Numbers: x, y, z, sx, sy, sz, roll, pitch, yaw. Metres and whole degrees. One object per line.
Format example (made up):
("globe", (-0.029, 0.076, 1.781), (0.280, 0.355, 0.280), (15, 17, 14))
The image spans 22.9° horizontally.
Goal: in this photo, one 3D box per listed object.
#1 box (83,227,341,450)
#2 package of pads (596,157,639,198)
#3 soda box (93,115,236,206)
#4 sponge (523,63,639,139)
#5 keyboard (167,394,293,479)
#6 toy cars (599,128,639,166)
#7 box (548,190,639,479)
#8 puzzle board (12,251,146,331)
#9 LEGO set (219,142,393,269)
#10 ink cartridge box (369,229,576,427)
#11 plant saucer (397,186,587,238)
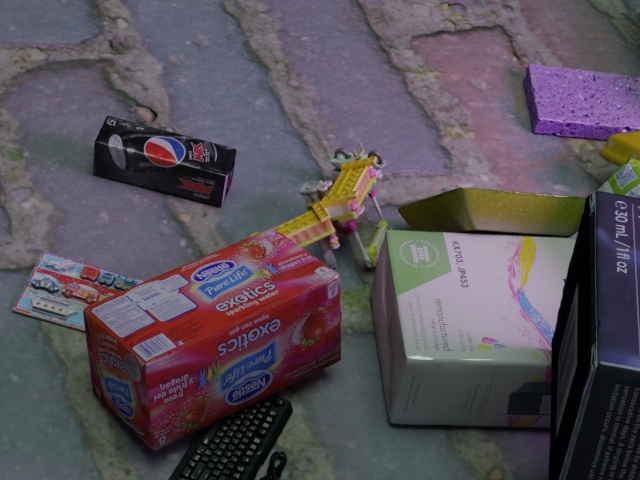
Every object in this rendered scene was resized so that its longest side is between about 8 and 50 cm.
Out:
("box", (-0.112, 0.102, 1.711), (0.257, 0.122, 0.128), (-24, 40, -31))
("package of pads", (0.459, 0.050, 1.824), (0.296, 0.101, 0.229), (18, 37, -39))
("soda box", (-0.192, -0.098, 1.951), (0.169, 0.060, 0.053), (14, 46, 2))
("sponge", (0.389, -0.185, 2.175), (0.210, 0.031, 0.117), (6, 45, -6))
("keyboard", (-0.085, 0.228, 1.679), (0.108, 0.023, 0.180), (22, 47, 10))
("toy cars", (0.559, -0.086, 2.023), (0.394, 0.087, 0.176), (19, 15, 11))
("box", (0.431, 0.143, 1.519), (0.395, 0.212, 0.293), (10, 34, 2))
("puzzle board", (-0.275, 0.062, 1.812), (0.128, 0.011, 0.096), (15, 45, 4))
("LEGO set", (0.000, 0.000, 1.894), (0.132, 0.107, 0.287), (4, 37, 45))
("ink cartridge box", (0.247, 0.101, 1.801), (0.353, 0.119, 0.207), (2, 44, -10))
("plant saucer", (0.212, -0.023, 1.893), (0.188, 0.188, 0.045), (4, 83, -20))
